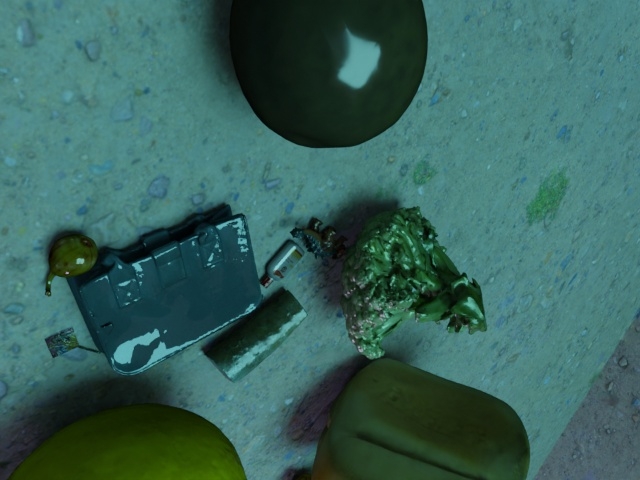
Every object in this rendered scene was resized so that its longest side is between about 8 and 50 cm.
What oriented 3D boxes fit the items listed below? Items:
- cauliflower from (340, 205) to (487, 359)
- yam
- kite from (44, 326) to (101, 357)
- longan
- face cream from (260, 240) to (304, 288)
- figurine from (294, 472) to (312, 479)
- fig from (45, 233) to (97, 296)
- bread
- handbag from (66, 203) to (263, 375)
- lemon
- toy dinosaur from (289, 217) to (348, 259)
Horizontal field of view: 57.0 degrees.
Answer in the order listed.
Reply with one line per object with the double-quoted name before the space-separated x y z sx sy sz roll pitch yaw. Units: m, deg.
"cauliflower" 0.161 0.075 0.971 0.275 0.250 0.273 -49 146 -37
"yam" -0.096 0.153 0.930 0.169 0.068 0.068 -36 137 -17
"kite" -0.321 0.139 0.757 0.044 0.002 0.078 -41 137 -14
"longan" 0.011 -0.229 0.658 0.248 0.248 0.248 -24 131 -30
"face cream" -0.061 0.040 0.916 0.083 0.021 0.040 -49 138 -4
"figurine" -0.008 0.574 1.274 0.156 0.131 0.246 -11 155 11
"fig" -0.292 0.029 0.676 0.083 0.050 0.050 -46 141 13
"bread" 0.183 0.415 1.134 0.348 0.375 0.253 -56 159 -50
"handbag" -0.196 0.059 0.778 0.229 0.062 0.179 -28 130 -26
"lemon" -0.247 0.376 0.752 0.347 0.348 0.348 -24 131 -30
"toy dinosaur" 0.000 0.000 0.925 0.055 0.049 0.154 -55 147 9
